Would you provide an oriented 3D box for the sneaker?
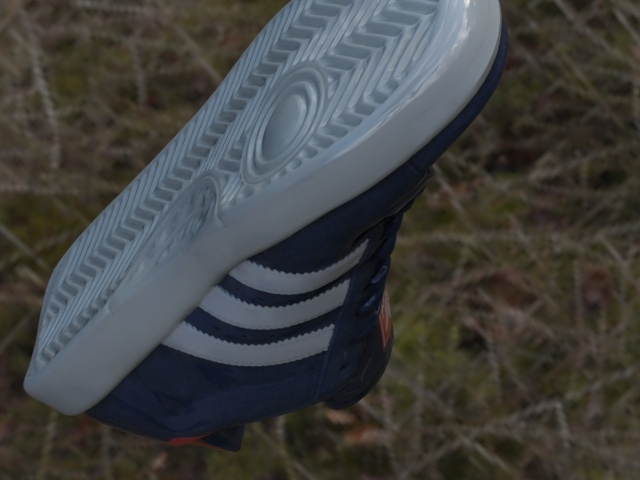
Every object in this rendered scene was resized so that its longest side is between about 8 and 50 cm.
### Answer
[{"bbox_3d":[0.000,0.000,0.844,0.350,0.148,0.131,-37,33,46],"label":"sneaker"}]
